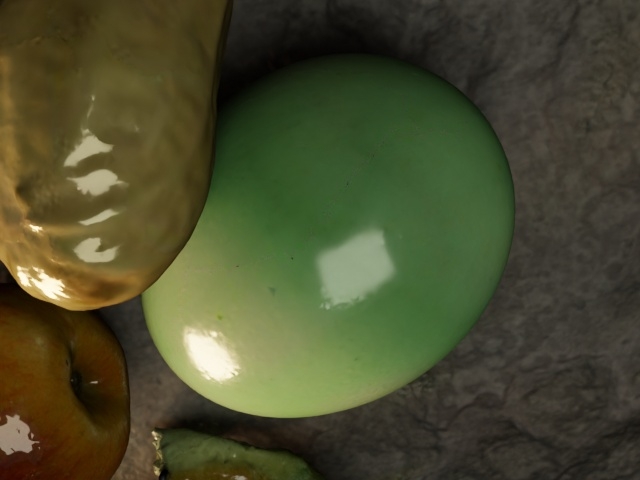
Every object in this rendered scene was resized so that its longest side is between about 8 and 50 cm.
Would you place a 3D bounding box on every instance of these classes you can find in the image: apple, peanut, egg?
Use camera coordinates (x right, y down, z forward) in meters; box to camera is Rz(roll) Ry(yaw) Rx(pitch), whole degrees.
[{"bbox_3d":[-0.233,0.128,0.925,0.173,0.160,0.195,-13,125,23],"label":"apple"},{"bbox_3d":[-0.121,-0.118,0.739,0.147,0.147,0.319,12,78,-16],"label":"peanut"},{"bbox_3d":[0.000,0.000,0.842,0.270,0.220,0.220,-36,119,18],"label":"egg"}]

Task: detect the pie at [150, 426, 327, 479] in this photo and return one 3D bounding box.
[{"bbox_3d":[-0.088,0.298,1.004,0.302,0.067,0.302,1,83,-8],"label":"pie"}]
